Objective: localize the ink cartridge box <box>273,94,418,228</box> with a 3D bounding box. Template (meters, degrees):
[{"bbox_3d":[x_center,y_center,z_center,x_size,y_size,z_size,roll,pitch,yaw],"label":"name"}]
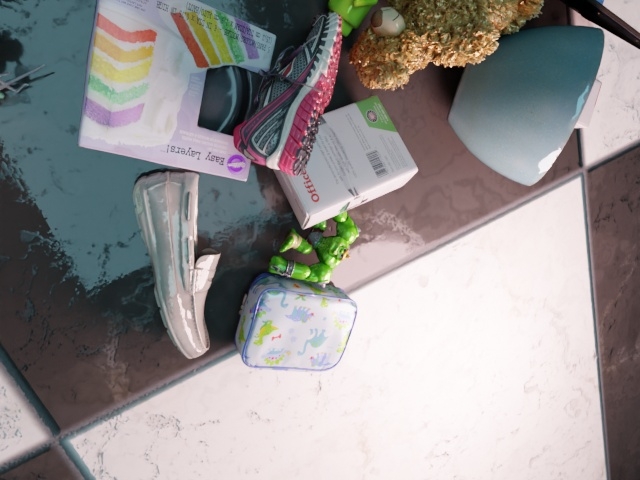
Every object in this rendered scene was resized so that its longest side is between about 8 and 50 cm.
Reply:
[{"bbox_3d":[0.033,-0.138,0.733,0.219,0.092,0.160,-24,81,-16],"label":"ink cartridge box"}]

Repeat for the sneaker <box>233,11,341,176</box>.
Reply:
[{"bbox_3d":[-0.039,-0.249,0.645,0.111,0.121,0.299,17,66,3],"label":"sneaker"}]

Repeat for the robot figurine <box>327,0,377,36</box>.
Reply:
[{"bbox_3d":[0.058,-0.418,0.710,0.067,0.101,0.115,17,119,-42],"label":"robot figurine"}]

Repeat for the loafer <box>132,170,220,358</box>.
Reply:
[{"bbox_3d":[-0.221,0.044,0.688,0.111,0.112,0.320,-11,106,-12],"label":"loafer"}]

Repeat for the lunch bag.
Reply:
[{"bbox_3d":[-0.049,0.166,0.800,0.218,0.090,0.176,11,101,-26],"label":"lunch bag"}]

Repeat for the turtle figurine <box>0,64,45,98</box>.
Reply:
[{"bbox_3d":[-0.494,-0.252,0.502,0.234,0.118,0.176,-17,109,-13],"label":"turtle figurine"}]

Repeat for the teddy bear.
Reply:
[{"bbox_3d":[0.207,-0.388,0.704,0.337,0.113,0.245,-12,72,6],"label":"teddy bear"}]

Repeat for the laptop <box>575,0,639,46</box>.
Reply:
[{"bbox_3d":[0.547,-0.598,0.803,0.381,0.408,0.236,12,131,-25],"label":"laptop"}]

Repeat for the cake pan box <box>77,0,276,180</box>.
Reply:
[{"bbox_3d":[-0.211,-0.234,0.636,0.266,0.070,0.246,10,100,-33],"label":"cake pan box"}]

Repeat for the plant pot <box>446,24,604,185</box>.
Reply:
[{"bbox_3d":[0.363,-0.275,0.798,0.195,0.290,0.291,19,95,10],"label":"plant pot"}]

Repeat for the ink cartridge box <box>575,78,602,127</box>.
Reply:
[{"bbox_3d":[0.529,-0.304,0.914,0.056,0.135,0.099,8,100,-28],"label":"ink cartridge box"}]

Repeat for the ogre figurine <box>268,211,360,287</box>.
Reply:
[{"bbox_3d":[0.000,0.000,0.786,0.118,0.097,0.197,36,59,-13],"label":"ogre figurine"}]
